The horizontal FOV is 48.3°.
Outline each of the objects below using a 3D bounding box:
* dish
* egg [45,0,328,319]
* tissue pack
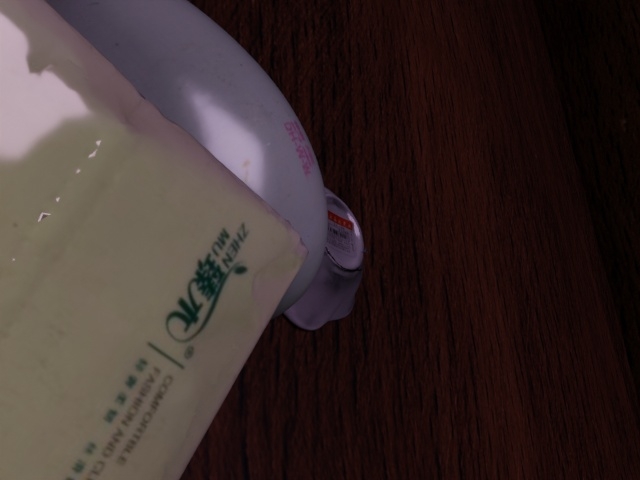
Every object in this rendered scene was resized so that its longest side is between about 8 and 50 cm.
[{"bbox_3d":[0.000,0.000,0.926,0.229,0.081,0.230,31,47,-40],"label":"dish"},{"bbox_3d":[-0.140,-0.084,0.653,0.371,0.229,0.230,54,35,-10],"label":"egg"},{"bbox_3d":[-0.221,0.068,0.351,0.297,0.207,0.381,43,67,-37],"label":"tissue pack"}]
